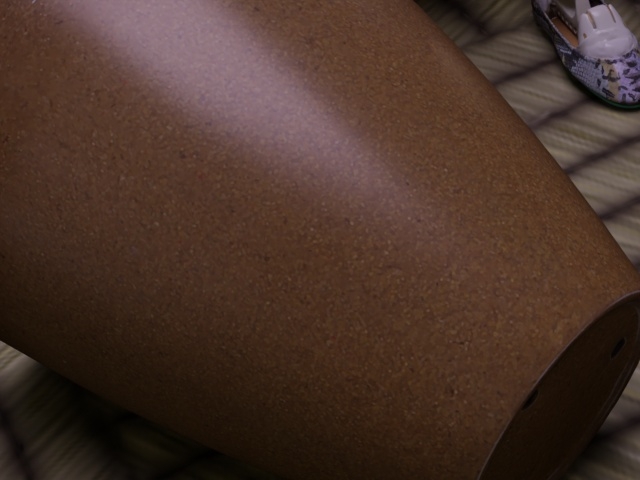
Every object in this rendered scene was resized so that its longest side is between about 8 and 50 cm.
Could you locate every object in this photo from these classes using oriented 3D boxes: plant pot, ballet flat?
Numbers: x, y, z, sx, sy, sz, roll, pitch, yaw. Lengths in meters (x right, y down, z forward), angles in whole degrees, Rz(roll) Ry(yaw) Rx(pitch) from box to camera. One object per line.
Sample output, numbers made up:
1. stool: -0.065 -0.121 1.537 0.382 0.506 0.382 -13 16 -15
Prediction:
1. plant pot: 0.000 0.000 0.734 0.254 0.237 0.237 36 56 23
2. ballet flat: 0.142 -0.113 0.955 0.041 0.041 0.114 -18 40 -9
